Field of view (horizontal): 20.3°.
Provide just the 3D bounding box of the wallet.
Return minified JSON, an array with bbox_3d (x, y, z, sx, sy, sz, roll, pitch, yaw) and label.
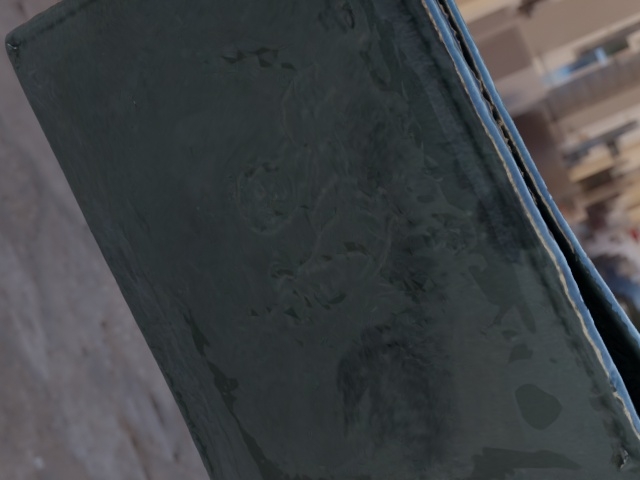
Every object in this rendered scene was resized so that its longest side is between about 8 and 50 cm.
[{"bbox_3d":[0.001,0.000,0.757,0.054,0.251,0.290,-32,100,-44],"label":"wallet"}]
